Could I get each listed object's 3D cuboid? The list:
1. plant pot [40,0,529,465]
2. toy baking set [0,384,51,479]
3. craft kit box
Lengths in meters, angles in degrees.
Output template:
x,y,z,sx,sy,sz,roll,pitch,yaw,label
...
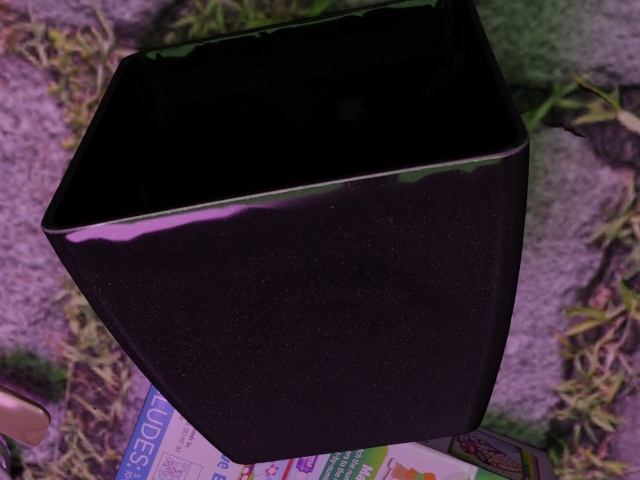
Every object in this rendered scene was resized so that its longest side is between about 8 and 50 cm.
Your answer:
x,y,z,sx,sy,sz,roll,pitch,yaw,label
0.000,0.000,0.470,0.187,0.188,0.167,-9,122,6,plant pot
-0.299,0.110,0.598,0.256,0.030,0.197,-28,112,19,toy baking set
-0.017,0.200,0.602,0.247,0.061,0.250,23,110,-3,craft kit box
